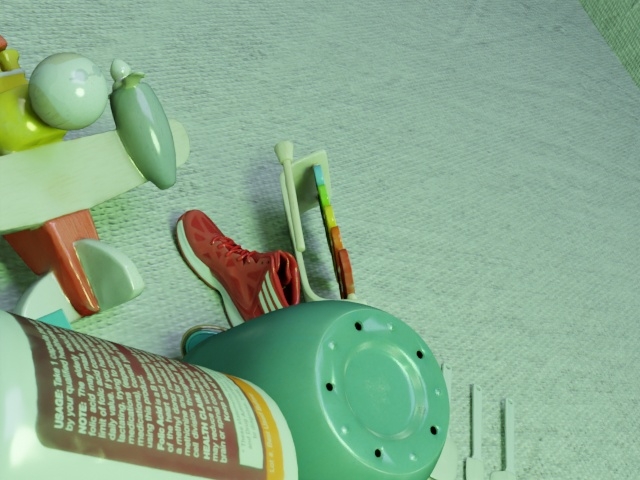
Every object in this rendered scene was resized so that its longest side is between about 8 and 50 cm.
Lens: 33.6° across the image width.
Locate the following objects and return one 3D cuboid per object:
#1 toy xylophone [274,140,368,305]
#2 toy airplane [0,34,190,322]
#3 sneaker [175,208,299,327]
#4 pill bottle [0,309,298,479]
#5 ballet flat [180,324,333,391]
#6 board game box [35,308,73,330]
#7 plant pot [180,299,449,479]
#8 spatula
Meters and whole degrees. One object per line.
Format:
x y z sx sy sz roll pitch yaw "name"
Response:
0.000 0.000 1.517 0.081 0.236 0.322 -12 59 -3 "toy xylophone"
-0.317 -0.086 1.208 0.384 0.272 0.386 25 37 -26 "toy airplane"
-0.099 0.022 1.440 0.221 0.128 0.087 53 34 13 "sneaker"
-0.228 0.180 0.856 0.392 0.224 0.224 24 37 -42 "pill bottle"
-0.083 0.168 1.367 0.232 0.080 0.073 31 7 -21 "ballet flat"
-0.319 0.235 0.968 0.336 0.079 0.253 -27 89 -54 "board game box"
0.002 0.200 1.190 0.293 0.235 0.293 18 58 -31 "plant pot"
0.235 0.297 1.584 0.168 0.019 0.242 28 35 -12 "spatula"
